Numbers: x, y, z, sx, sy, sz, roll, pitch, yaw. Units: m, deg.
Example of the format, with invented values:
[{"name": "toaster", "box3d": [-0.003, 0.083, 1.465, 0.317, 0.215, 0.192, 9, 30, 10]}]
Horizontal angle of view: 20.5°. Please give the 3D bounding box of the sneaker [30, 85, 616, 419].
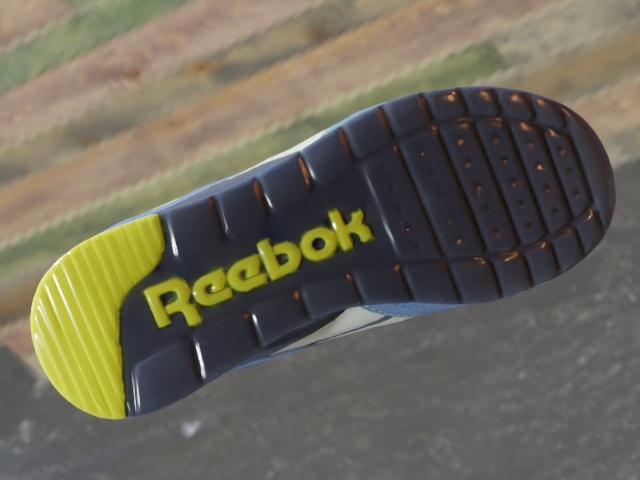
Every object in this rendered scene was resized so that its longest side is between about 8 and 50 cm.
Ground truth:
[{"name": "sneaker", "box3d": [0.000, 0.000, 0.430, 0.144, 0.053, 0.059, -16, -1, -8]}]
